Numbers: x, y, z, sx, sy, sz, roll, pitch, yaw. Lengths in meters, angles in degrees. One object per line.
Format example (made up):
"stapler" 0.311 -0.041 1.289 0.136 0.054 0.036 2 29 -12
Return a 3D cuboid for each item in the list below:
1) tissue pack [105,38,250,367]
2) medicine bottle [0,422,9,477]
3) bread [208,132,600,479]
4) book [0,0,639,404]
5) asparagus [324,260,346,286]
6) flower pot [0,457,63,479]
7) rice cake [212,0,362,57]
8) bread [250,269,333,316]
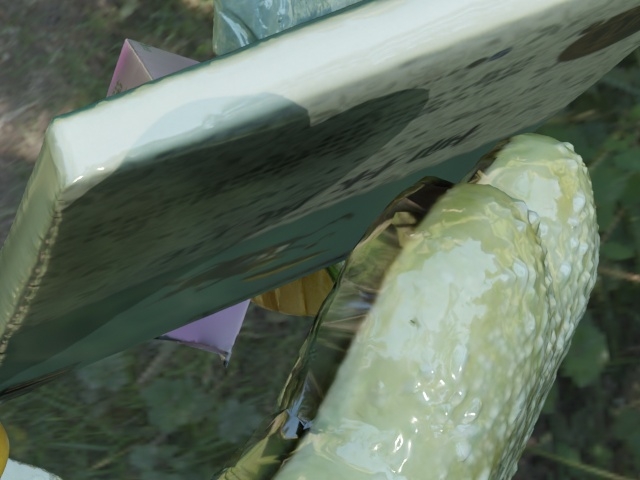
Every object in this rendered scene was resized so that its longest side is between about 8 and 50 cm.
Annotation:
"tissue pack" -0.094 -0.036 1.118 0.092 0.246 0.148 16 102 -16
"medicine bottle" -0.387 0.121 1.284 0.238 0.238 0.232 -36 113 -25
"bread" 0.001 0.100 0.453 0.056 0.207 0.286 25 93 13
"book" -0.012 -0.021 0.683 0.264 0.379 0.031 -22 82 -20
"asparagus" -0.001 0.000 1.379 0.027 0.034 0.236 -31 96 -7
"flower pot" -0.358 0.321 1.671 0.239 0.209 0.190 20 56 -13
"rice cake" 0.005 -0.130 0.908 0.245 0.042 0.045 -33 126 -64
"bread" 0.032 0.009 1.593 0.236 0.236 0.070 -13 108 -26
